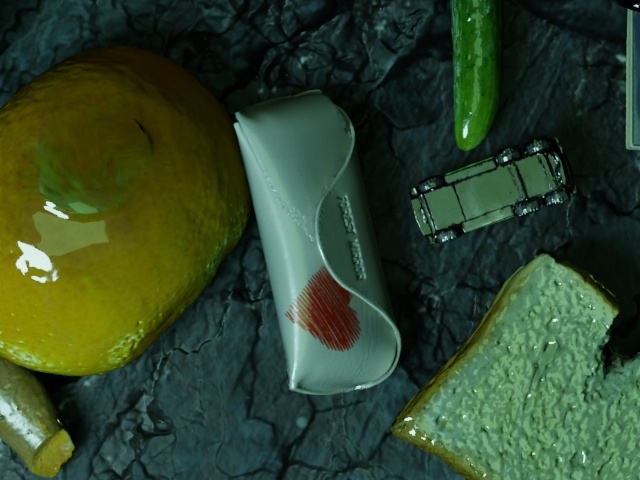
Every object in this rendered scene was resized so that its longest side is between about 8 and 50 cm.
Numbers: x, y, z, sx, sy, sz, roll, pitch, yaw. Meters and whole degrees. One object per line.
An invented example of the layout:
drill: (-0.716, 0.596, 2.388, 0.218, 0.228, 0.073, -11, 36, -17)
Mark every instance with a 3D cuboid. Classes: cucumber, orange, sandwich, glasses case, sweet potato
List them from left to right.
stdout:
sweet potato: (-0.327, 0.127, 1.452, 0.077, 0.077, 0.244, -42, 89, -5)
orange: (-0.209, -0.036, 1.420, 0.262, 0.196, 0.334, 46, 64, -8)
glasses case: (-0.002, 0.000, 1.455, 0.083, 0.128, 0.308, -15, 86, 40)
cucumber: (0.160, -0.215, 1.513, 0.056, 0.056, 0.250, 0, 88, -3)
sandwich: (0.250, 0.173, 1.468, 0.273, 0.095, 0.249, 38, 81, 2)

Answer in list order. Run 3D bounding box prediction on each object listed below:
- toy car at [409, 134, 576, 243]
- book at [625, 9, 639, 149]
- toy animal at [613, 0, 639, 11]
toy car: (0.172, -0.049, 1.496, 0.165, 0.062, 0.071, -20, 86, -4)
book: (0.414, -0.225, 1.541, 0.191, 0.025, 0.269, 1, 85, -3)
toy animal: (0.373, -0.213, 1.476, 0.160, 0.197, 0.272, -15, 130, -19)
